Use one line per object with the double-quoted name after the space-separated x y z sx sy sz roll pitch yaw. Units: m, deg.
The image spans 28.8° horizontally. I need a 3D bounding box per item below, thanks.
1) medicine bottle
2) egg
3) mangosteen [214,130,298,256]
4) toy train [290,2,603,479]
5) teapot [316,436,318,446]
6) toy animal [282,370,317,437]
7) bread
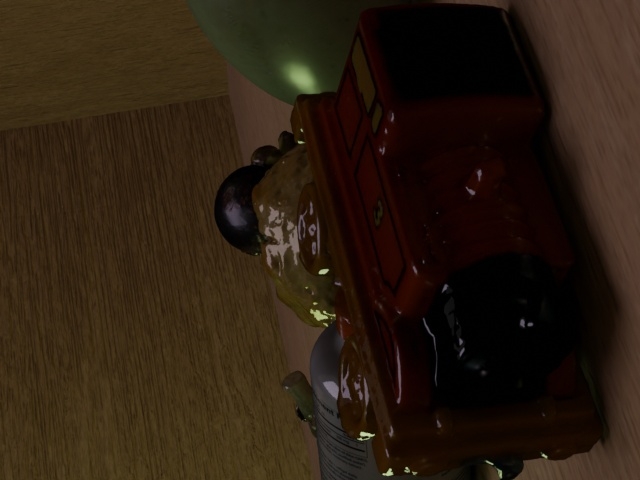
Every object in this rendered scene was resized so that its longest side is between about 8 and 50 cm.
0.072 0.170 1.244 0.157 0.157 0.289 -110 12 -56 "medicine bottle"
-0.018 -0.249 1.155 0.218 0.218 0.295 -112 0 -60 "egg"
-0.075 -0.077 2.067 0.192 0.192 0.217 164 117 -83 "mangosteen"
0.085 -0.013 0.900 0.232 0.163 0.369 103 157 -53 "toy train"
0.078 0.326 1.504 0.203 0.171 0.225 -45 40 42 "teapot"
0.033 0.268 1.931 0.169 0.121 0.233 65 169 -23 "toy animal"
0.000 0.000 1.502 0.244 0.134 0.244 -13 -90 -77 "bread"
